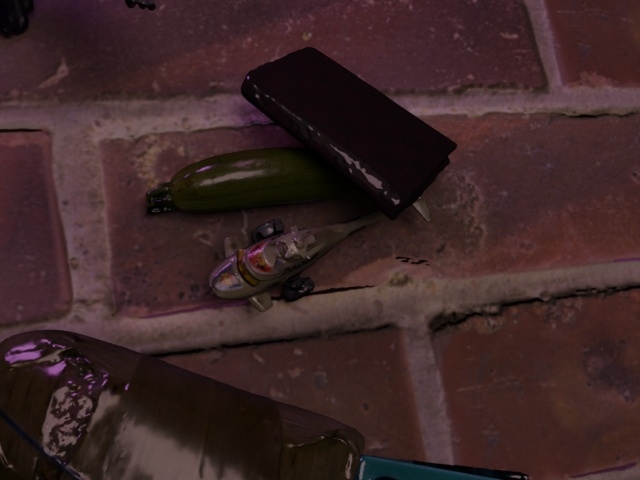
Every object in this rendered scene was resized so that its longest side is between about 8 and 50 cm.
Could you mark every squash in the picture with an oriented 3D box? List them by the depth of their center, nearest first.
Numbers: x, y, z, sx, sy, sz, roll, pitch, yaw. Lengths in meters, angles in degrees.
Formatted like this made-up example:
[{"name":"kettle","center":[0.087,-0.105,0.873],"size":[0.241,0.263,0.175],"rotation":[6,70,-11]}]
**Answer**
[{"name":"squash","center":[-0.068,-0.069,0.910],"size":[0.252,0.066,0.066],"rotation":[-9,76,-23]}]

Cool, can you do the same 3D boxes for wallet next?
[{"name":"wallet","center":[0.034,-0.133,0.935],"size":[0.229,0.049,0.182],"rotation":[38,39,6]}]

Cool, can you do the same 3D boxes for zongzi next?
[{"name":"zongzi","center":[-0.187,0.290,0.705],"size":[0.356,0.174,0.393],"rotation":[23,73,-7]}]

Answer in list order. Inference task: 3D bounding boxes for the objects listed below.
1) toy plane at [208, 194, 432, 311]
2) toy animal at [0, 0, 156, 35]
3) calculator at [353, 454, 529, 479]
[{"name":"toy plane","center":[0.000,0.000,0.900],"size":[0.286,0.108,0.092],"rotation":[-21,80,-37]},{"name":"toy animal","center":[-0.226,-0.388,0.848],"size":[0.284,0.225,0.302],"rotation":[-43,122,-38]},{"name":"calculator","center":[0.130,0.363,0.848],"size":[0.248,0.058,0.274],"rotation":[15,68,-16]}]
